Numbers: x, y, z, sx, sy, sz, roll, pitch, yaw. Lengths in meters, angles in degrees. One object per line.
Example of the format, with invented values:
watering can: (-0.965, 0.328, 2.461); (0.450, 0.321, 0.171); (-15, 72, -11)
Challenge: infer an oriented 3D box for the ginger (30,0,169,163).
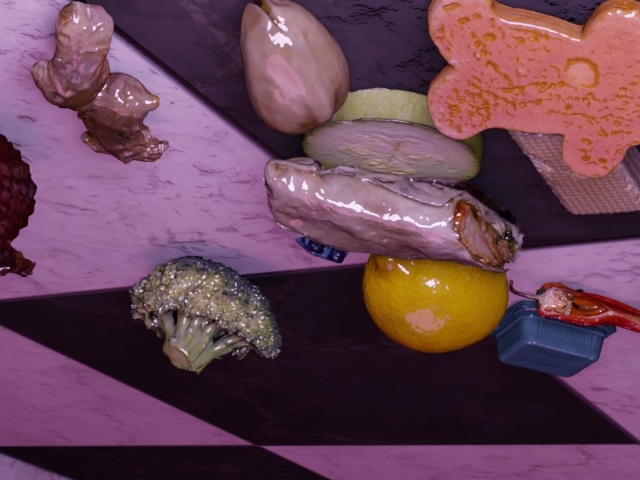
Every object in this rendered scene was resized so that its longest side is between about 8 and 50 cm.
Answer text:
ginger: (-0.250, -0.166, 1.412); (0.122, 0.084, 0.290); (12, 158, 12)

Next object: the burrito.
burrito: (0.097, -0.030, 1.514); (0.348, 0.107, 0.175); (11, 176, -4)

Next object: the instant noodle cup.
instant noodle cup: (0.367, 0.163, 1.992); (0.179, 0.070, 0.157); (15, 155, -11)

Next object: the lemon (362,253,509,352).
lemon: (0.157, 0.063, 1.683); (0.187, 0.186, 0.244); (-13, 148, 43)

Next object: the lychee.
lychee: (-0.496, -0.035, 1.599); (0.300, 0.264, 0.264); (32, 151, -21)

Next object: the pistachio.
pistachio: (-0.031, -0.181, 1.279); (0.108, 0.126, 0.185); (-34, 153, -8)

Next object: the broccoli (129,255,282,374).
broccoli: (-0.178, 0.122, 1.955); (0.176, 0.226, 0.198); (-30, 168, -22)

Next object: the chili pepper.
chili pepper: (0.398, 0.099, 1.856); (0.268, 0.059, 0.050); (12, -164, -15)

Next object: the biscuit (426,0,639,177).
biscuit: (0.264, -0.153, 1.222); (0.324, 0.049, 0.205); (11, 135, 13)

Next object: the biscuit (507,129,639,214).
biscuit: (0.293, -0.098, 1.395); (0.108, 0.061, 0.239); (-4, 154, 29)

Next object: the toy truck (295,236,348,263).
toy truck: (0.000, 0.000, 1.767); (0.073, 0.056, 0.090); (24, 167, -22)

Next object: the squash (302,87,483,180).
squash: (0.086, -0.116, 1.475); (0.219, 0.041, 0.219); (8, 163, 3)
